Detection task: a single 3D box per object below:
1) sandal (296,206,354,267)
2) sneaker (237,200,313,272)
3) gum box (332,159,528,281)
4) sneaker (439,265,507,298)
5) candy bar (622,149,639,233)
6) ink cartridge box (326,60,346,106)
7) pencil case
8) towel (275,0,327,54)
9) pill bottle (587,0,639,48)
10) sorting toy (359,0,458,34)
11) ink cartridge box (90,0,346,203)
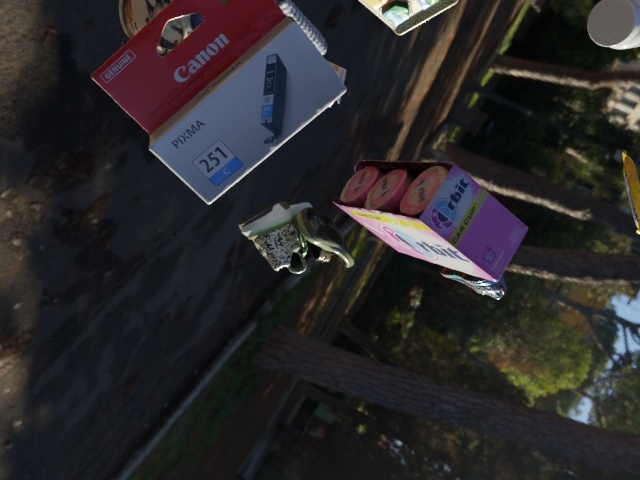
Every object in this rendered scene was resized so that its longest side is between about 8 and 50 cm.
[{"bbox_3d":[-0.001,-0.002,1.505,0.086,0.120,0.303,-32,153,13],"label":"sandal"},{"bbox_3d":[-0.093,0.004,1.620,0.158,0.181,0.410,-21,178,15],"label":"sneaker"},{"bbox_3d":[0.101,-0.027,0.621,0.062,0.107,0.188,-58,-156,-6],"label":"gum box"},{"bbox_3d":[0.434,0.106,1.731,0.104,0.125,0.262,-45,-162,-2],"label":"sneaker"},{"bbox_3d":[0.485,-0.075,0.940,0.040,0.018,0.161,59,32,-41],"label":"candy bar"},{"bbox_3d":[0.008,-0.483,1.843,0.090,0.143,0.092,137,-31,-57],"label":"ink cartridge box"},{"bbox_3d":[-0.245,-0.487,1.302,0.410,0.160,0.183,-46,130,-55],"label":"pencil case"},{"bbox_3d":[-0.131,-0.626,1.701,0.121,0.283,0.235,-45,143,10],"label":"towel"},{"bbox_3d":[0.686,-0.487,1.341,0.221,0.121,0.121,-20,143,-40],"label":"pill bottle"},{"bbox_3d":[0.192,-0.584,1.434,0.193,0.208,0.038,-18,-126,42],"label":"sorting toy"},{"bbox_3d":[-0.153,-0.241,0.934,0.296,0.261,0.066,-39,-150,9],"label":"ink cartridge box"}]
